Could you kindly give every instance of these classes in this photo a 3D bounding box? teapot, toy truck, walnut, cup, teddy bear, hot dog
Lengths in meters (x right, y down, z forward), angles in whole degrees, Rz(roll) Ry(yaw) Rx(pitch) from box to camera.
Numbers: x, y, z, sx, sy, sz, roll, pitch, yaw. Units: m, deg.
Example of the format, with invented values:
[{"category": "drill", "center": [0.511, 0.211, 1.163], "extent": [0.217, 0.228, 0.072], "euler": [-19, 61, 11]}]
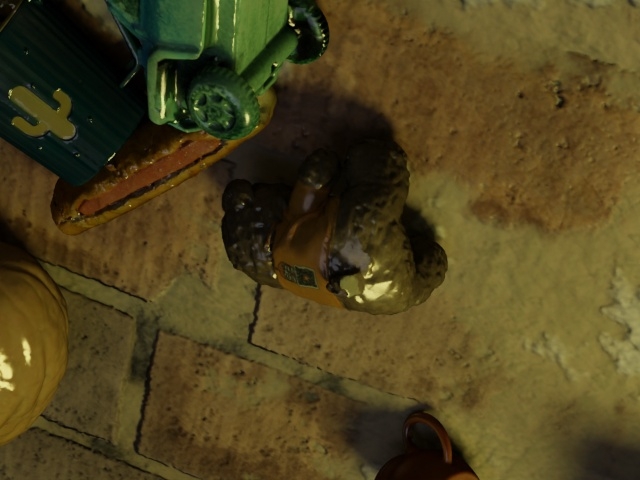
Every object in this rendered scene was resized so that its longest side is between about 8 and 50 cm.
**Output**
[{"category": "teapot", "center": [0.099, 0.255, 2.003], "extent": [0.116, 0.116, 0.173], "euler": [7, 105, 19]}, {"category": "toy truck", "center": [-0.083, -0.223, 1.626], "extent": [0.156, 0.155, 0.279], "euler": [24, 136, 17]}, {"category": "walnut", "center": [-0.368, 0.109, 2.017], "extent": [0.225, 0.225, 0.261], "euler": [28, 134, 0]}, {"category": "cup", "center": [-0.233, -0.150, 1.790], "extent": [0.155, 0.131, 0.176], "euler": [41, 108, -19]}, {"category": "teddy bear", "center": [0.000, 0.000, 1.800], "extent": [0.190, 0.140, 0.177], "euler": [6, 135, 32]}, {"category": "hot dog", "center": [-0.152, -0.082, 1.834], "extent": [0.286, 0.088, 0.061], "euler": [-28, 120, 34]}]
